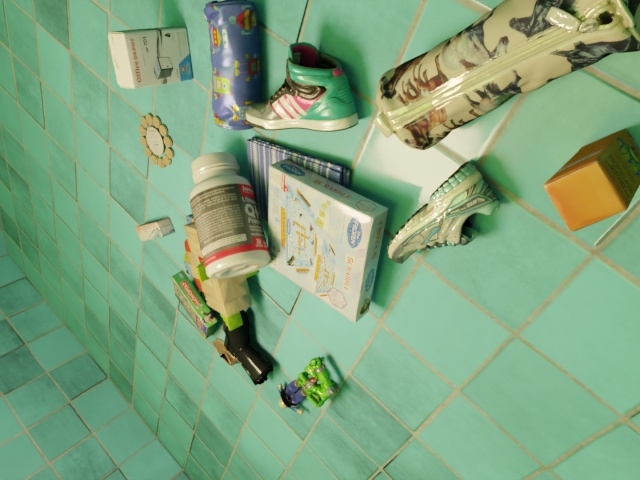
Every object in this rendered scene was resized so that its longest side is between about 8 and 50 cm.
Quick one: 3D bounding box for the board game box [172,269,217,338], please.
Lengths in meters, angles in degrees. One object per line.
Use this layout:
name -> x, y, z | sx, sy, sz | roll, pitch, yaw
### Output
board game box -> -0.455, 0.241, 1.703 | 0.214, 0.046, 0.317 | 54, 158, 7

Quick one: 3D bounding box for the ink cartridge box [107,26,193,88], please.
ink cartridge box -> -0.455, -0.497, 1.275 | 0.082, 0.190, 0.140 | 20, 125, 34

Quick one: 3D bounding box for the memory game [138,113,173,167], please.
memory game -> -0.555, -0.334, 1.585 | 0.186, 0.012, 0.186 | 22, 125, 34

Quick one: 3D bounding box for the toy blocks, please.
toy blocks -> -0.357, 0.069, 1.531 | 0.260, 0.190, 0.382 | 15, 122, 50

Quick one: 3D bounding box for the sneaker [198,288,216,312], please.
sneaker -> -0.413, 0.219, 1.736 | 0.043, 0.040, 0.109 | -33, 89, 45

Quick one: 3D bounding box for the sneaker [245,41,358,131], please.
sneaker -> -0.059, -0.341, 1.044 | 0.295, 0.124, 0.179 | 9, 123, 30

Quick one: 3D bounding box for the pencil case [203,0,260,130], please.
pencil case -> -0.214, -0.427, 1.144 | 0.133, 0.119, 0.307 | 12, 121, 20

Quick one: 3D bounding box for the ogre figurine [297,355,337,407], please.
ogre figurine -> -0.013, 0.446, 1.457 | 0.118, 0.096, 0.197 | 55, 126, 21

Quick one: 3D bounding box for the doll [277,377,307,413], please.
doll -> -0.096, 0.539, 1.616 | 0.129, 0.046, 0.189 | 51, 136, 10

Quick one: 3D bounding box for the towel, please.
towel -> -0.064, -0.125, 1.241 | 0.335, 0.040, 0.244 | 24, 129, 33

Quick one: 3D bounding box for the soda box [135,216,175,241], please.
soda box -> -0.627, -0.041, 1.778 | 0.183, 0.058, 0.063 | -7, 107, 45

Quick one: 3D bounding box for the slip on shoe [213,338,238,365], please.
slip on shoe -> -0.374, 0.433, 1.815 | 0.135, 0.041, 0.052 | 38, 133, 21

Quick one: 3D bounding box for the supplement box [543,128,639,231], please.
supplement box -> 0.404, -0.095, 0.679 | 0.080, 0.233, 0.078 | -32, 89, 43

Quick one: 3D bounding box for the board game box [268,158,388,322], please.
board game box -> 0.000, 0.000, 1.173 | 0.317, 0.065, 0.319 | 31, 133, 29

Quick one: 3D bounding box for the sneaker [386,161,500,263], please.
sneaker -> 0.243, -0.021, 0.959 | 0.122, 0.110, 0.283 | 46, 135, 9

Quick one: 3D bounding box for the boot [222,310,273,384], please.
boot -> -0.242, 0.372, 1.620 | 0.207, 0.094, 0.247 | 42, 141, 22

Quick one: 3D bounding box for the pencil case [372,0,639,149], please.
pencil case -> 0.274, -0.279, 0.736 | 0.410, 0.183, 0.160 | -19, 99, 47

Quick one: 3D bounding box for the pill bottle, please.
pill bottle -> -0.257, -0.069, 1.282 | 0.176, 0.176, 0.319 | -29, 72, 47
